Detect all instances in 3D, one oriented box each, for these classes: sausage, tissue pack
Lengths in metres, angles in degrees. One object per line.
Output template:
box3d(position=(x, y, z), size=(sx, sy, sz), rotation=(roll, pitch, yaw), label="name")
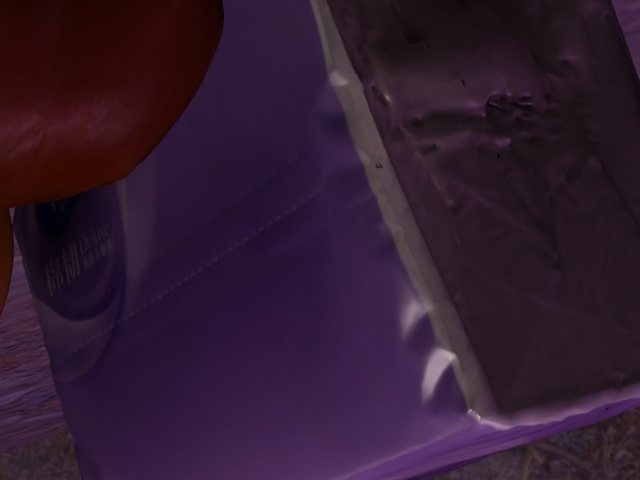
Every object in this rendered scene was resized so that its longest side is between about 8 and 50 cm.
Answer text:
box3d(position=(-0.128, -0.067, 0.595), size=(0.133, 0.133, 0.258), rotation=(-24, 172, 32), label="sausage")
box3d(position=(0.000, 0.000, 0.906), size=(0.160, 0.242, 0.338), rotation=(-12, 169, -33), label="tissue pack")

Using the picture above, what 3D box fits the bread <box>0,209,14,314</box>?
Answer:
box3d(position=(-0.231, 0.019, 0.808), size=(0.121, 0.172, 0.311), rotation=(21, -171, 22), label="bread")
